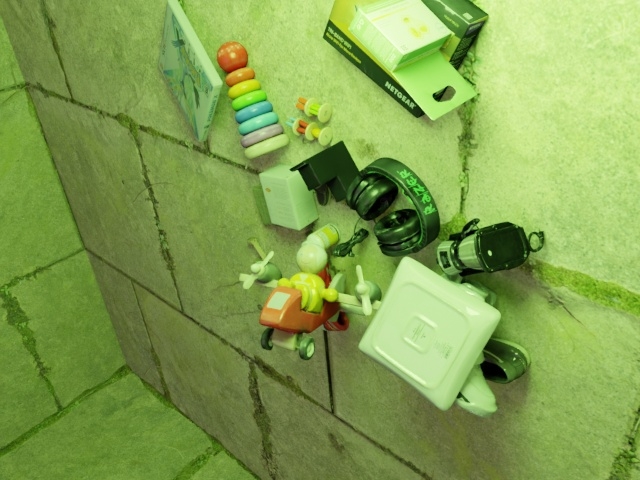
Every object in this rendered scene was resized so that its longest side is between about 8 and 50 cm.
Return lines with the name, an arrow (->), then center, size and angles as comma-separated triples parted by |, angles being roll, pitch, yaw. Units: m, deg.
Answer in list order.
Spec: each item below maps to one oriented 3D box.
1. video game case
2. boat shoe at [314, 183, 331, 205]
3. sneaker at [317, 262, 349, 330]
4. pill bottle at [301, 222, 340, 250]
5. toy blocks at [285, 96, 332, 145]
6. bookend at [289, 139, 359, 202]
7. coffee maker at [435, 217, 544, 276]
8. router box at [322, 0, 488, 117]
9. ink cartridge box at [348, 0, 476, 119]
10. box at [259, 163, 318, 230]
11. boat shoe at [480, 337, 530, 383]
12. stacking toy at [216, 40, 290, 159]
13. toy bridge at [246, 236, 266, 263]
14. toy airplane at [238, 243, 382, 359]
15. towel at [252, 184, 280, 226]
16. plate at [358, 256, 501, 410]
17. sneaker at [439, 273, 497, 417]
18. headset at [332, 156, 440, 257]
video game case -> -0.415, -0.522, 1.821 | 0.329, 0.036, 0.300 | 61, 151, 13
boat shoe -> -0.005, -0.164, 1.683 | 0.056, 0.049, 0.152 | 22, 132, 37
sneaker -> 0.040, 0.175, 1.872 | 0.118, 0.107, 0.279 | 5, 125, 26
pill bottle -> 0.000, 0.000, 1.744 | 0.065, 0.116, 0.065 | 29, 136, 33
toy blocks -> -0.039, -0.336, 1.589 | 0.148, 0.054, 0.123 | 28, 136, 34
bookend -> 0.026, -0.163, 1.559 | 0.072, 0.156, 0.157 | -22, 100, 53
coffee maker -> 0.376, 0.026, 1.319 | 0.178, 0.171, 0.120 | 160, 118, -72
router box -> 0.166, -0.453, 1.241 | 0.309, 0.081, 0.243 | 44, 142, 16
ink cartridge box -> 0.187, -0.349, 1.084 | 0.235, 0.171, 0.056 | 49, 142, 9
box -> -0.095, -0.134, 1.774 | 0.130, 0.091, 0.170 | 16, 128, 42
boat shoe -> 0.383, 0.298, 1.549 | 0.335, 0.095, 0.112 | 5, 120, 47
stacking toy -> -0.209, -0.408, 1.672 | 0.141, 0.141, 0.330 | -10, 105, 52
toy bridge -> -0.217, 0.078, 2.130 | 0.063, 0.026, 0.188 | 10, 124, 43
toy airplane -> -0.012, 0.138, 1.625 | 0.384, 0.386, 0.272 | -144, 54, -69
towel -> -0.171, -0.115, 1.930 | 0.110, 0.027, 0.148 | 7, 120, 45
plate -> 0.243, 0.220, 1.390 | 0.278, 0.045, 0.277 | 33, 104, 29
sneaker -> 0.356, 0.234, 1.418 | 0.210, 0.137, 0.366 | -42, 70, 26
headset -> 0.147, -0.052, 1.479 | 0.243, 0.185, 0.394 | 55, 161, 3
